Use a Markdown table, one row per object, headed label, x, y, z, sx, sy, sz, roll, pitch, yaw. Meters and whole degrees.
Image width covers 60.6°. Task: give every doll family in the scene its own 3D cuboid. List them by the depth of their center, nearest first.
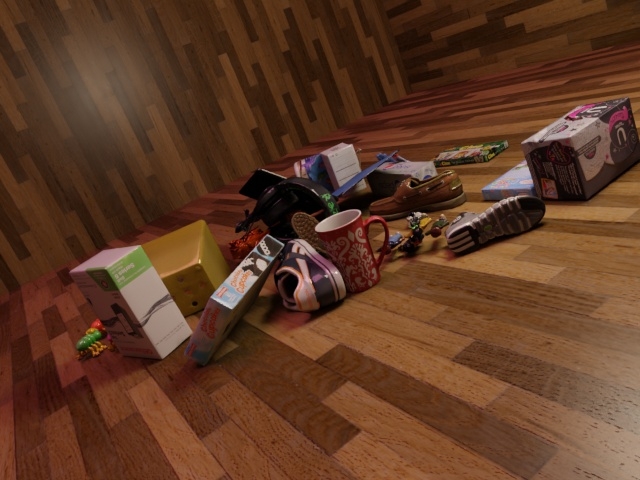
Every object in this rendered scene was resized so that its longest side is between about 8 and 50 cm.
| label | x | y | z | sx | sy | sz | roll | pitch | yaw |
| --- | --- | --- | --- | --- | --- | --- | --- | --- | --- |
| doll family | 0.222 | -0.010 | 1.339 | 0.193 | 0.076 | 0.111 | -42 | 5 | 29 |

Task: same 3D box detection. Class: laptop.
| label | x | y | z | sx | sy | sz | roll | pitch | yaw |
| --- | --- | --- | --- | --- | --- | --- | --- | --- | --- |
| laptop | -0.020 | -0.225 | 1.830 | 0.382 | 0.408 | 0.236 | 161 | 127 | -72 |

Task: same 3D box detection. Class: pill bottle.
| label | x | y | z | sx | sy | sz | roll | pitch | yaw |
| --- | --- | --- | --- | --- | --- | --- | --- | --- | --- |
| pill bottle | 0.033 | -0.305 | 2.330 | 0.265 | 0.153 | 0.153 | -21 | 17 | 7 |

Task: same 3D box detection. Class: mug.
| label | x | y | z | sx | sy | sz | roll | pitch | yaw |
| --- | --- | --- | --- | --- | --- | --- | --- | --- | --- |
| mug | 0.084 | 0.025 | 1.264 | 0.150 | 0.169 | 0.113 | -9 | 21 | 34 |

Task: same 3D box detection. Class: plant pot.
| label | x | y | z | sx | sy | sz | roll | pitch | yaw |
| --- | --- | --- | --- | --- | --- | --- | --- | --- | --- |
| plant pot | -0.388 | 0.101 | 1.591 | 0.212 | 0.212 | 0.187 | -23 | 29 | -3 |

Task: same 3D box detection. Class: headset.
| label | x | y | z | sx | sy | sz | roll | pitch | yaw |
| --- | --- | --- | --- | --- | --- | --- | --- | --- | --- |
| headset | -0.098 | -0.065 | 1.625 | 0.395 | 0.243 | 0.185 | -8 | 22 | 36 |

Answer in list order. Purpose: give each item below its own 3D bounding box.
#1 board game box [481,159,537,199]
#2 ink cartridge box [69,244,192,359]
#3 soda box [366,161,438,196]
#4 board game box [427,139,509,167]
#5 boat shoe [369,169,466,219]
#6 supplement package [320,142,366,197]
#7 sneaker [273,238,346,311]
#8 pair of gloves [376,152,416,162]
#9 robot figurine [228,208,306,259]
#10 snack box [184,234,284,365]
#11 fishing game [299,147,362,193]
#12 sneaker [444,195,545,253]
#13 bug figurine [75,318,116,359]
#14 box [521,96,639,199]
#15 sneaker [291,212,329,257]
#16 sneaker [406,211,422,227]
| label | x | y | z | sx | sy | sz | roll | pitch | yaw |
| --- | --- | --- | --- | --- | --- | --- | --- | --- | --- |
| board game box | 0.563 | -0.169 | 1.467 | 0.212 | 0.039 | 0.160 | -31 | 19 | -26 |
| ink cartridge box | -0.479 | 0.160 | 1.389 | 0.199 | 0.272 | 0.115 | -7 | 26 | 42 |
| soda box | 0.273 | -0.206 | 1.845 | 0.098 | 0.091 | 0.286 | -31 | 19 | -20 |
| board game box | 0.519 | -0.305 | 1.943 | 0.136 | 0.030 | 0.260 | -31 | 19 | -33 |
| boat shoe | 0.274 | -0.139 | 1.623 | 0.308 | 0.104 | 0.110 | -12 | 21 | 32 |
| supplement package | 0.089 | -0.272 | 2.114 | 0.105 | 0.179 | 0.105 | -26 | 21 | -9 |
| sneaker | -0.059 | 0.082 | 1.346 | 0.128 | 0.126 | 0.321 | -23 | 18 | -15 |
| pair of gloves | 0.294 | -0.270 | 1.947 | 0.198 | 0.159 | 0.023 | 12 | 78 | 65 |
| robot figurine | -0.157 | -0.025 | 1.847 | 0.211 | 0.085 | 0.291 | 1 | 29 | 47 |
| snack box | -0.198 | 0.132 | 1.307 | 0.187 | 0.060 | 0.322 | -61 | -3 | 30 |
| fishing game | 0.044 | -0.271 | 2.192 | 0.264 | 0.189 | 0.041 | -10 | 35 | -14 |
| sneaker | 0.390 | -0.054 | 1.269 | 0.229 | 0.086 | 0.132 | -22 | 15 | 6 |
| bug figurine | -0.593 | 0.250 | 1.597 | 0.279 | 0.072 | 0.216 | -15 | 19 | 21 |
| box | 0.637 | -0.223 | 1.325 | 0.247 | 0.163 | 0.142 | -32 | 18 | -25 |
| sneaker | 0.000 | 0.000 | 1.455 | 0.064 | 0.192 | 0.086 | -53 | 2 | -7 |
| sneaker | 0.265 | -0.067 | 1.536 | 0.032 | 0.036 | 0.083 | -14 | 18 | 31 |
